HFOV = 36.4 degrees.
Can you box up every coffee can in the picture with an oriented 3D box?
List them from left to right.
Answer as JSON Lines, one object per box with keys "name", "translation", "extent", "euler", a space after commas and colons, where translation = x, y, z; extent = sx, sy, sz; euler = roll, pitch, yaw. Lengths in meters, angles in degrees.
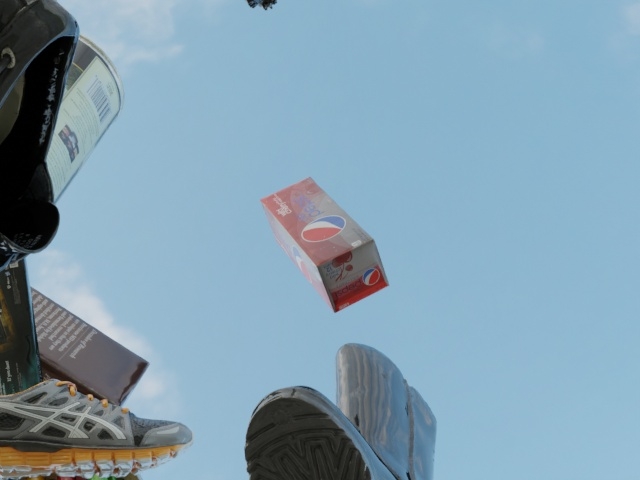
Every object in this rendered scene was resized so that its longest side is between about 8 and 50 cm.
{"name": "coffee can", "translation": [-0.429, -0.157, 1.406], "extent": [0.202, 0.275, 0.201], "euler": [10, -47, 11]}

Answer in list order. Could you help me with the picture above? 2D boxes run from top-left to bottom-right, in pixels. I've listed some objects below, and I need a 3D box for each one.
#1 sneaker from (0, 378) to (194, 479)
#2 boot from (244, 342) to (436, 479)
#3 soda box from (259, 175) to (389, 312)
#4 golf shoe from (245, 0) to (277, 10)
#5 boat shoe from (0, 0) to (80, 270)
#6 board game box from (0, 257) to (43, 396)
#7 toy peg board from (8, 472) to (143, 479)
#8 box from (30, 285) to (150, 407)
{"name": "sneaker", "translation": [-0.216, 0.161, 0.844], "extent": [0.215, 0.084, 0.083], "euler": [5, -115, -16]}
{"name": "boot", "translation": [0.049, 0.259, 1.357], "extent": [0.146, 0.445, 0.367], "euler": [-21, -72, 17]}
{"name": "soda box", "translation": [0.000, 0.000, 1.413], "extent": [0.092, 0.263, 0.083], "euler": [-26, -61, -9]}
{"name": "golf shoe", "translation": [-0.114, -0.368, 1.270], "extent": [0.077, 0.198, 0.093], "euler": [-29, -104, 18]}
{"name": "boat shoe", "translation": [-0.235, -0.037, 0.683], "extent": [0.113, 0.127, 0.340], "euler": [29, -60, 8]}
{"name": "board game box", "translation": [-0.389, 0.108, 1.108], "extent": [0.126, 0.026, 0.186], "euler": [-10, -104, -8]}
{"name": "toy peg board", "translation": [-0.288, 0.303, 1.109], "extent": [0.161, 0.079, 0.161], "euler": [-18, -46, -4]}
{"name": "box", "translation": [-0.436, 0.147, 1.243], "extent": [0.381, 0.143, 0.191], "euler": [35, -70, -2]}
